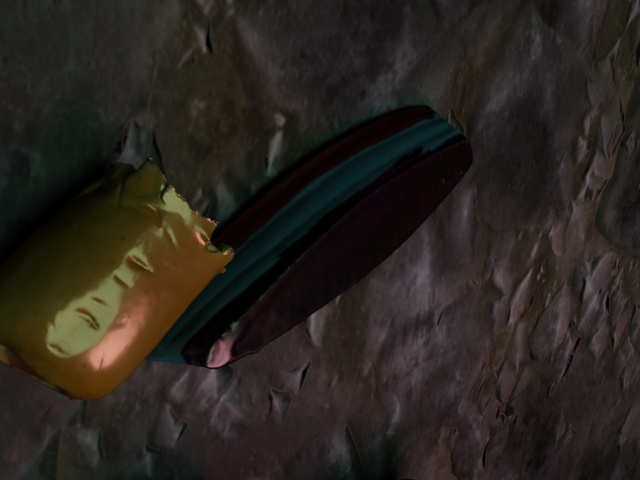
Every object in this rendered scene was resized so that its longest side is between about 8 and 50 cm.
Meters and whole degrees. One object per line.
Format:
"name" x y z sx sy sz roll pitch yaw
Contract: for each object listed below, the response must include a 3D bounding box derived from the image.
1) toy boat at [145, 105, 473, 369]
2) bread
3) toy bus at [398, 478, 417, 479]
"toy boat" 0.000 0.000 0.873 0.392 0.079 0.136 -38 130 -33
"bread" -0.155 0.036 0.706 0.173 0.085 0.134 -52 136 -17
"toy bus" 0.076 0.348 1.055 0.209 0.136 0.126 -18 120 -40
